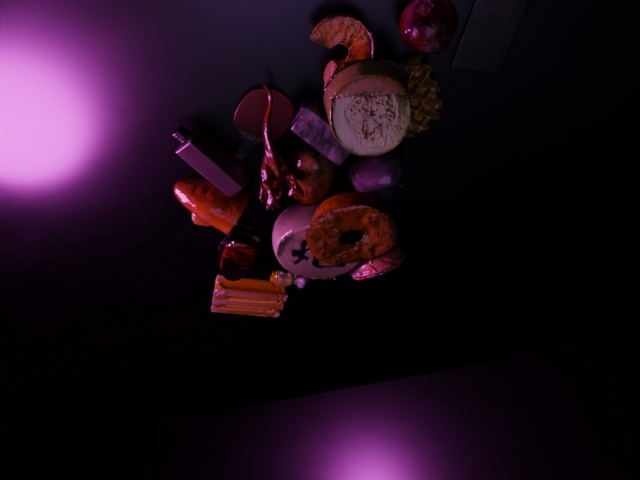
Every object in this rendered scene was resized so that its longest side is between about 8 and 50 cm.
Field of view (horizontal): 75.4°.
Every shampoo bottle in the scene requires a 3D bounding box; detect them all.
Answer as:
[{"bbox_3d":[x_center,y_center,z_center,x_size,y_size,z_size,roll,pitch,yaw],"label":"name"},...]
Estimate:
[{"bbox_3d":[-0.322,-0.237,1.208,0.079,0.080,0.246,-24,129,32],"label":"shampoo bottle"}]

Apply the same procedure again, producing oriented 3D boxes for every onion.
[{"bbox_3d":[0.247,-0.488,0.940,0.131,0.131,0.131,-2,141,-2],"label":"onion"}]

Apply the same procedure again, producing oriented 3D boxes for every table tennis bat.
[{"bbox_3d":[-0.183,-0.319,1.185,0.154,0.021,0.274,17,136,-30],"label":"table tennis bat"}]

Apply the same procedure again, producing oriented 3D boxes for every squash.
[{"bbox_3d":[0.115,-0.328,1.011,0.220,0.133,0.220,-3,147,-2],"label":"squash"}]

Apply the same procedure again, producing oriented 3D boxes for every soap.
[{"bbox_3d":[-0.313,0.248,1.824,0.315,0.091,0.199,7,139,-13],"label":"soap"}]

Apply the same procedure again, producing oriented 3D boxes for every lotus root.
[{"bbox_3d":[-0.031,-0.194,1.271,0.145,0.128,0.260,12,142,-1],"label":"lotus root"}]

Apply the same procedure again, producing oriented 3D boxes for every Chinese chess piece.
[{"bbox_3d":[0.000,0.000,1.498,0.349,0.146,0.349,-3,141,-2],"label":"Chinese chess piece"}]

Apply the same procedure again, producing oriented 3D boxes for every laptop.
[{"bbox_3d":[0.413,-0.507,1.012,0.135,0.016,0.197,4,139,-8],"label":"laptop"}]

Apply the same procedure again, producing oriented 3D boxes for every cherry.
[{"bbox_3d":[0.173,-0.200,1.274,0.176,0.140,0.176,13,134,14],"label":"cherry"}]

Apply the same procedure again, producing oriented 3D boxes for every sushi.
[{"bbox_3d":[-0.308,0.043,1.549,0.136,0.126,0.225,13,132,-18],"label":"sushi"}]

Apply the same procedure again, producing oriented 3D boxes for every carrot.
[{"bbox_3d":[-0.354,-0.134,1.327,0.225,0.159,0.159,27,133,-13],"label":"carrot"}]

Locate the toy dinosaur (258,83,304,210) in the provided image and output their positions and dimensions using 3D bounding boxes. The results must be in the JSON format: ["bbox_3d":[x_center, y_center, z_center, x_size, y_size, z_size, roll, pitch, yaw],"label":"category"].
[{"bbox_3d":[-0.124,-0.203,1.181,0.097,0.208,0.432,-11,151,-21],"label":"toy dinosaur"}]

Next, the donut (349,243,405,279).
[{"bbox_3d":[0.211,0.080,1.605,0.233,0.199,0.085,-21,98,17],"label":"donut"}]

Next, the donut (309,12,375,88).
[{"bbox_3d":[0.058,-0.457,0.996,0.146,0.078,0.181,-14,135,9],"label":"donut"}]

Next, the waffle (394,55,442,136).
[{"bbox_3d":[0.198,-0.366,1.134,0.261,0.056,0.250,-18,141,13],"label":"waffle"}]

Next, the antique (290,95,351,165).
[{"bbox_3d":[0.011,-0.304,1.137,0.183,0.088,0.086,34,130,-16],"label":"antique"}]

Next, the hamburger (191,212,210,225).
[{"bbox_3d":[-0.406,-0.082,1.442,0.083,0.044,0.076,2,141,-12],"label":"hamburger"}]

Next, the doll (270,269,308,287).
[{"bbox_3d":[-0.129,0.162,1.754,0.162,0.062,0.106,8,144,-14],"label":"doll"}]

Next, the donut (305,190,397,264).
[{"bbox_3d":[0.094,-0.039,1.272,0.278,0.108,0.277,1,137,1],"label":"donut"}]
